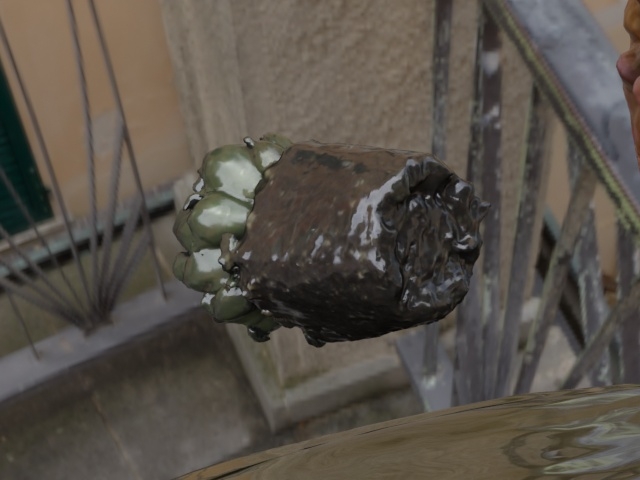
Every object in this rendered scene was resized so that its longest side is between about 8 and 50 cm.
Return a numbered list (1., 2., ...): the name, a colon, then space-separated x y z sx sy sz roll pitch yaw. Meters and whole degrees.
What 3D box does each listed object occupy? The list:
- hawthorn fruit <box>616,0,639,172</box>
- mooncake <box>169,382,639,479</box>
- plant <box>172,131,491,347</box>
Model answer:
1. hawthorn fruit: 0.188 -0.067 0.447 0.173 0.173 0.173 -1 54 2
2. mooncake: 0.084 0.207 0.523 0.467 0.467 0.262 -10 87 -4
3. plant: 0.000 0.000 0.573 0.143 0.094 0.092 2 73 44
